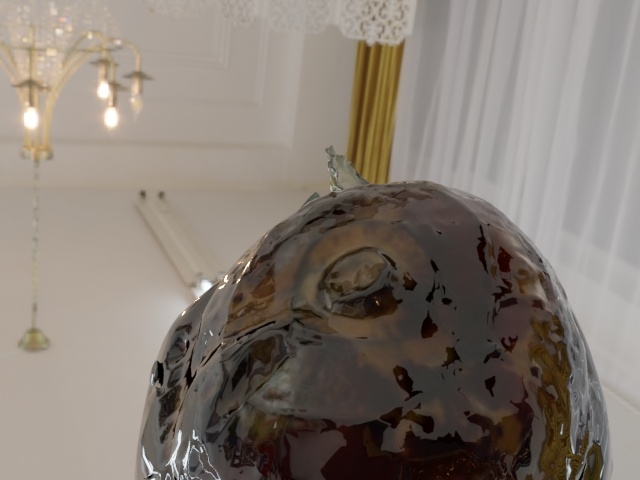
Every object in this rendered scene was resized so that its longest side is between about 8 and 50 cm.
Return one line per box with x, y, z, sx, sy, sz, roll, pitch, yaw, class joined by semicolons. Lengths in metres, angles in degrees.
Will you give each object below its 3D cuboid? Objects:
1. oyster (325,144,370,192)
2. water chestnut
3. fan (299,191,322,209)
0.040;-0.035;0.935;0.045;0.146;0.121;-22;-158;34;oyster
0.033;0.111;0.482;0.244;0.289;0.289;27;-167;-16;water chestnut
0.000;0.000;0.672;0.016;0.038;0.193;36;175;11;fan
